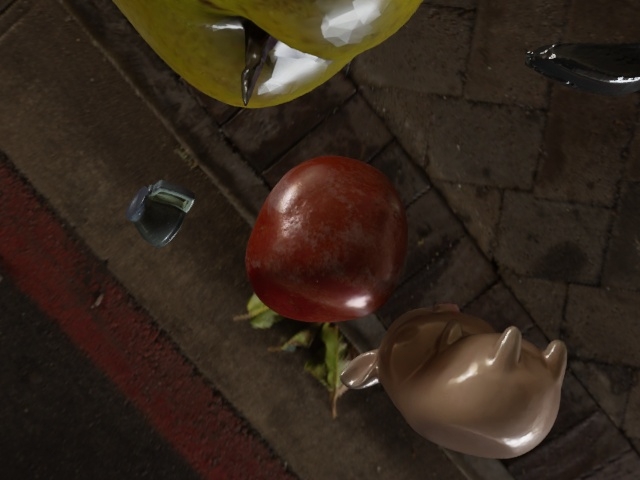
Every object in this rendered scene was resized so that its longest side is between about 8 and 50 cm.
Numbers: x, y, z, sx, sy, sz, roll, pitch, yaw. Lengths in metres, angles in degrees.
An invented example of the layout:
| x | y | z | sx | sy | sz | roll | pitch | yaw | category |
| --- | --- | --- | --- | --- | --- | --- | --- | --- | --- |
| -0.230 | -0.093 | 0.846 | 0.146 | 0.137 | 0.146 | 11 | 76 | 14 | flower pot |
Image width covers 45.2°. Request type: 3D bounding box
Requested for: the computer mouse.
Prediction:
| x | y | z | sx | sy | sz | roll | pitch | yaw | category |
| --- | --- | --- | --- | --- | --- | --- | --- | --- | --- |
| 0.326 | -0.200 | 0.907 | 0.172 | 0.099 | 0.057 | 2 | 94 | 3 | computer mouse |

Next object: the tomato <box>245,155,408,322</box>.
| x | y | z | sx | sy | sz | roll | pitch | yaw | category |
| --- | --- | --- | --- | --- | --- | --- | --- | --- | --- |
| 0.000 | 0.000 | 0.820 | 0.151 | 0.187 | 0.187 | 8 | 111 | -30 | tomato |

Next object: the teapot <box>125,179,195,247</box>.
| x | y | z | sx | sy | sz | roll | pitch | yaw | category |
| --- | --- | --- | --- | --- | --- | --- | --- | --- | --- |
| -0.187 | -0.037 | 0.894 | 0.057 | 0.066 | 0.088 | 33 | 127 | -31 | teapot |

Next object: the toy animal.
| x | y | z | sx | sy | sz | roll | pitch | yaw | category |
| --- | --- | --- | --- | --- | --- | --- | --- | --- | --- |
| 0.155 | 0.154 | 0.858 | 0.166 | 0.250 | 0.154 | 23 | 87 | -24 | toy animal |

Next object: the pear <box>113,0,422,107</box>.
| x | y | z | sx | sy | sz | roll | pitch | yaw | category |
| --- | --- | --- | --- | --- | --- | --- | --- | --- | --- |
| -0.014 | -0.157 | 0.355 | 0.266 | 0.267 | 0.178 | -26 | 63 | 12 | pear |
